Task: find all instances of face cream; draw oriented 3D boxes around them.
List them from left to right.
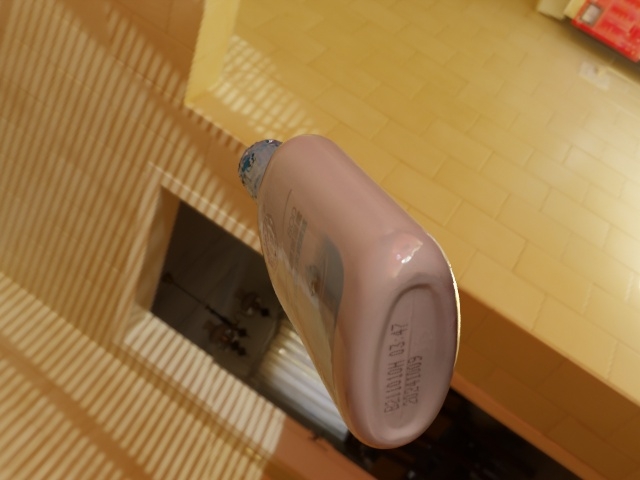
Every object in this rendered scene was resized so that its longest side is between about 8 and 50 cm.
[{"bbox_3d":[0.000,0.000,0.553,0.337,0.080,0.163,-125,33,-56],"label":"face cream"}]
